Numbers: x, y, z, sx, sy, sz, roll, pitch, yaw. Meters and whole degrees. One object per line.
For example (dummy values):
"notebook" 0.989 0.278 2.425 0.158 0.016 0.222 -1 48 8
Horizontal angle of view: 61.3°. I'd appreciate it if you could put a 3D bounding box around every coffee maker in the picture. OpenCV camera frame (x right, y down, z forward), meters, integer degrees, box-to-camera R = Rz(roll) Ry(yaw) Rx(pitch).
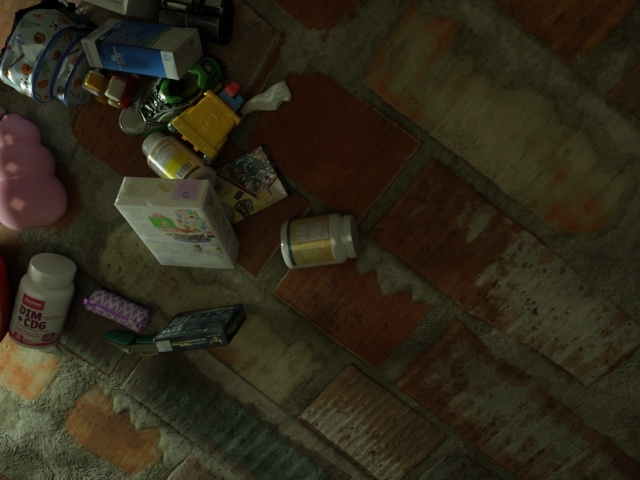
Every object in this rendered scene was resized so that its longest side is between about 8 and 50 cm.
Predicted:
"coffee maker" -0.326 -0.568 1.420 0.178 0.120 0.171 15 137 6

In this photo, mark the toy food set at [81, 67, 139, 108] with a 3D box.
"toy food set" -0.553 -0.424 1.439 0.111 0.232 0.104 21 87 -12

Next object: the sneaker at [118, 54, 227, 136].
"sneaker" -0.426 -0.394 1.465 0.343 0.146 0.134 -29 101 21

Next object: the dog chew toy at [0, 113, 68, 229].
"dog chew toy" -0.873 -0.202 1.591 0.207 0.206 0.331 -5 99 12

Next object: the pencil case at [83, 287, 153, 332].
"pencil case" -0.652 0.230 1.745 0.206 0.088 0.086 23 108 3

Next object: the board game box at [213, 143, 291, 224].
"board game box" -0.228 -0.152 1.565 0.243 0.042 0.165 -25 102 17

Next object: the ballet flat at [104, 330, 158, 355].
"ballet flat" -0.612 0.347 1.787 0.213 0.072 0.068 4 113 8

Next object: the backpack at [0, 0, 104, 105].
"backpack" -0.705 -0.477 1.427 0.213 0.263 0.276 28 110 0

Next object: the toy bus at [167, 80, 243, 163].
"toy bus" -0.285 -0.329 1.448 0.149 0.220 0.211 41 89 -14

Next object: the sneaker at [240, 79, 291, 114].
"sneaker" -0.149 -0.375 1.471 0.152 0.053 0.061 -25 105 16

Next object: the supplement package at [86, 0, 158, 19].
"supplement package" -0.499 -0.717 1.342 0.198 0.199 0.262 21 111 3

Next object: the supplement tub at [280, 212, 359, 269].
"supplement tub" 0.000 0.000 1.520 0.200 0.144 0.144 -8 107 12

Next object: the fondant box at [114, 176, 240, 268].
"fondant box" -0.382 -0.040 1.504 0.238 0.096 0.330 3 151 9

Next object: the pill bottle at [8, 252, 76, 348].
"pill bottle" -0.889 0.193 1.737 0.160 0.160 0.283 25 111 1

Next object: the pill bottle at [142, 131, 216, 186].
"pill bottle" -0.402 -0.213 1.516 0.215 0.117 0.117 41 112 19

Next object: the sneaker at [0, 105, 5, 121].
"sneaker" -1.030 -0.394 1.624 0.158 0.061 0.065 26 117 2

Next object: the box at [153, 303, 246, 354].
"box" -0.365 0.270 1.655 0.233 0.183 0.059 -9 107 12

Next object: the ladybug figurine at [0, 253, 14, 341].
"ladybug figurine" -1.120 0.163 1.748 0.305 0.162 0.449 5 105 28

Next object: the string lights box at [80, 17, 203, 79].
"string lights box" -0.447 -0.487 1.362 0.260 0.133 0.076 12 138 14
